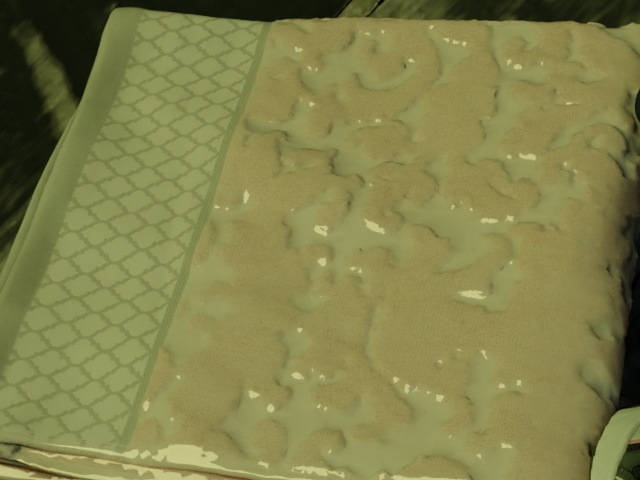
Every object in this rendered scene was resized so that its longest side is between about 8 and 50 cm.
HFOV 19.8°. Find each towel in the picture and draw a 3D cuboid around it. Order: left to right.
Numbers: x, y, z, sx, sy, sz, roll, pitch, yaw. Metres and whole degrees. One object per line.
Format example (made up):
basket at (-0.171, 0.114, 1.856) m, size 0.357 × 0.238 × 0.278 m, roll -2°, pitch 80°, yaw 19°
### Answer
towel at (0.000, 0.000, 0.918) m, size 0.317 × 0.053 × 0.331 m, roll 4°, pitch 48°, yaw 14°

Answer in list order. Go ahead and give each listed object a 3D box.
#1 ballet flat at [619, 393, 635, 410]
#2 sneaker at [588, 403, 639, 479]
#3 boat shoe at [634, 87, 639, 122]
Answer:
ballet flat at (0.081, 0.166, 0.880) m, size 0.221 × 0.077 × 0.079 m, roll -46°, pitch 59°, yaw 8°
sneaker at (0.173, 0.094, 0.796) m, size 0.077 × 0.072 × 0.178 m, roll -1°, pitch 32°, yaw 31°
boat shoe at (0.252, -0.136, 0.897) m, size 0.109 × 0.089 × 0.258 m, roll 27°, pitch 84°, yaw 48°
